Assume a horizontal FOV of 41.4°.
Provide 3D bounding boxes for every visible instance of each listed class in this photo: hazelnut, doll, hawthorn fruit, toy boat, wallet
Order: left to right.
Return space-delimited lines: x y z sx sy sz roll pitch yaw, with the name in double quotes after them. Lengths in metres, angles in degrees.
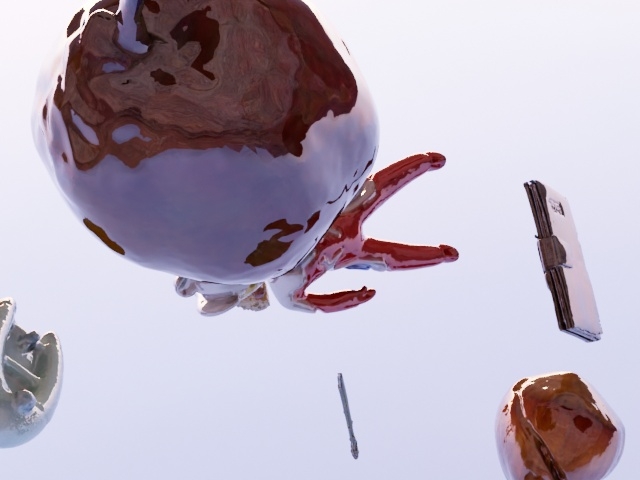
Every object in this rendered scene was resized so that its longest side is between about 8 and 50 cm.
-0.357 0.152 1.002 0.078 0.134 0.208 -29 -149 15 "toy boat"
-0.106 -0.098 0.776 0.308 0.308 0.324 18 -158 20 "hawthorn fruit"
0.000 0.000 1.008 0.383 0.188 0.099 -18 -168 -28 "doll"
0.313 0.266 1.150 0.182 0.182 0.182 1 -140 -1 "hazelnut"
0.351 0.030 1.230 0.042 0.124 0.230 -20 -114 33 "wallet"

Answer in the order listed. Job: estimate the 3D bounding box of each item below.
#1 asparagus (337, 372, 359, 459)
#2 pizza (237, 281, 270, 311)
0.041 0.263 1.266 0.013 0.166 0.016 0 -150 21 "asparagus"
-0.188 0.033 1.697 0.081 0.290 0.229 -19 -169 22 "pizza"
